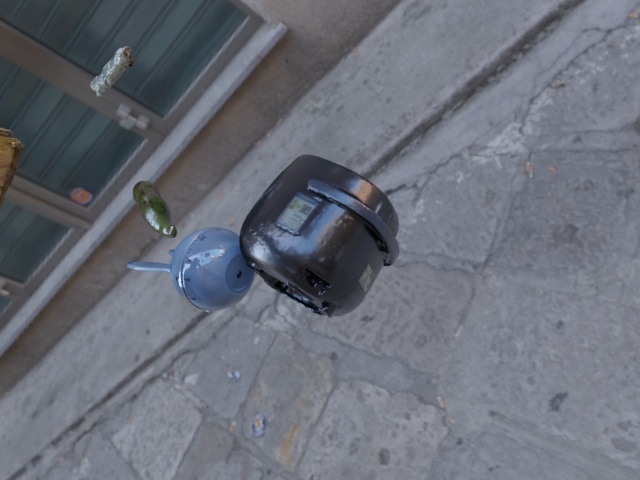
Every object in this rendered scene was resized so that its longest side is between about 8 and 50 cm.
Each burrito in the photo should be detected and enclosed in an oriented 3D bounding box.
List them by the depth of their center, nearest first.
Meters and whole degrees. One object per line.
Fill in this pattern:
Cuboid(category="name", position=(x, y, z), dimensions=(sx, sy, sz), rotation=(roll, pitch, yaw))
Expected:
Cuboid(category="burrito", position=(-0.448, -0.357, 1.267), dimensions=(0.186, 0.041, 0.045), rotation=(-23, 76, 46))

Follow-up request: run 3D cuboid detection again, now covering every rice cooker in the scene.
Cuboid(category="rice cooker", position=(0.000, 0.000, 1.047), dimensions=(0.267, 0.267, 0.224), rotation=(13, 65, 54))

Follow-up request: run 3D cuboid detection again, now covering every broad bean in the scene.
Cuboid(category="broad bean", position=(-0.387, -0.084, 1.361), dimensions=(0.061, 0.077, 0.339), rotation=(-23, 31, -16))

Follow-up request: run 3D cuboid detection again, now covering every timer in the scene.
Cuboid(category="timer", position=(-0.238, 0.068, 1.148), dimensions=(0.256, 0.175, 0.175), rotation=(-22, 50, 38))

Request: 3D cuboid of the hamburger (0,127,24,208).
Cuboid(category="hamburger", position=(-0.490, -0.034, 0.767), dimensions=(0.124, 0.131, 0.261), rotation=(31, 100, 46))
